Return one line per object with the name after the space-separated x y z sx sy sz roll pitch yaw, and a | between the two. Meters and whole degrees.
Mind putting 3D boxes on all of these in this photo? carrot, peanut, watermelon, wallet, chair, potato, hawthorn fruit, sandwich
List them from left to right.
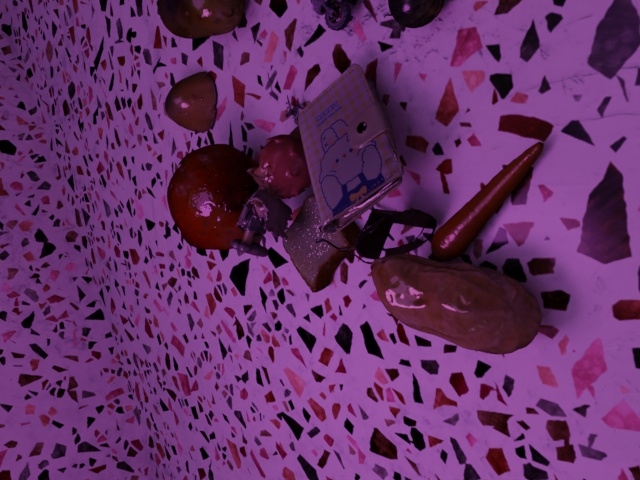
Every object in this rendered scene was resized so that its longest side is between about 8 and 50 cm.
-0.413 -0.424 1.678 0.202 0.117 0.182 -9 92 50 | potato
-0.327 -0.649 1.465 0.307 0.173 0.210 3 106 45 | potato
-0.278 -0.110 1.499 0.316 0.315 0.316 18 114 44 | hawthorn fruit
0.000 0.000 1.382 0.186 0.065 0.215 56 135 20 | sandwich
0.056 -0.195 1.146 0.223 0.077 0.310 -32 54 27 | wallet
0.127 -0.022 1.158 0.213 0.174 0.149 18 85 42 | chair
0.170 -0.449 1.021 0.133 0.105 0.105 -20 87 48 | watermelon
0.249 0.118 1.050 0.340 0.174 0.159 7 85 44 | peanut
0.301 -0.062 1.032 0.069 0.069 0.336 52 131 24 | carrot

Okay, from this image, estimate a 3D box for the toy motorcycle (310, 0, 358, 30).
0.041 -0.564 1.156 0.122 0.080 0.215 33 120 34 | toy motorcycle

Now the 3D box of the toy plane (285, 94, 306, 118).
-0.069 -0.331 1.386 0.084 0.024 0.078 -23 102 49 | toy plane

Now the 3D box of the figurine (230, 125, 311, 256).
-0.108 -0.149 1.322 0.166 0.207 0.387 23 94 23 | figurine
